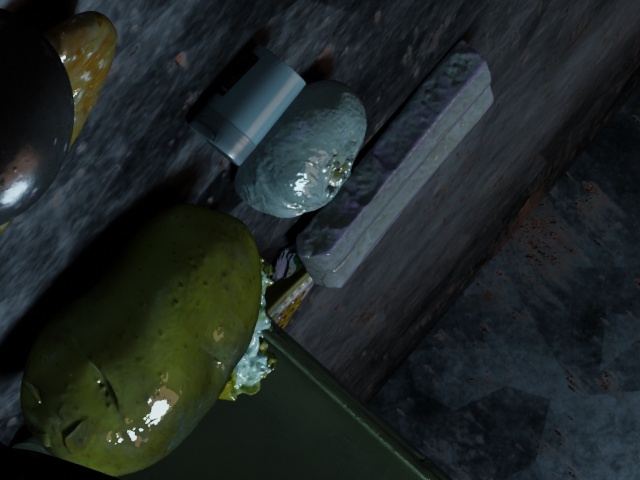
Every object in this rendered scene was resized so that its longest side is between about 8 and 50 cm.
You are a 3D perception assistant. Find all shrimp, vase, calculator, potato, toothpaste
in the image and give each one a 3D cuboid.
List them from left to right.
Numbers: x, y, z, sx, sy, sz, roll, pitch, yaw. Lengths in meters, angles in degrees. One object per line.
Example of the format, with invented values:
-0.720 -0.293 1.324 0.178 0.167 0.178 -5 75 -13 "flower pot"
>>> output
-0.194 -0.074 0.900 0.120 0.120 0.183 -49 155 -2 "vase"
-0.193 -0.050 1.115 0.217 0.051 0.115 -53 162 19 "shrimp"
-0.141 0.080 1.531 0.248 0.143 0.169 -55 167 -19 "potato"
-0.067 0.094 2.147 0.236 0.033 0.157 -39 164 -54 "calculator"
0.000 0.000 2.105 0.170 0.028 0.045 -31 151 -48 "toothpaste"

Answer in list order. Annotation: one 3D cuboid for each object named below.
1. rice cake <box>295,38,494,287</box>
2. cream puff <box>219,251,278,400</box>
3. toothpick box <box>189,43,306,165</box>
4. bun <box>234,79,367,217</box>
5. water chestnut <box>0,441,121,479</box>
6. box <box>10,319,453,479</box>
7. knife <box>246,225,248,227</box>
0.084 -0.077 2.055 0.298 0.050 0.106 -50 158 -9 "rice cake"
-0.108 0.072 1.681 0.156 0.121 0.156 -40 138 -49 "cream puff"
-0.057 -0.105 1.462 0.083 0.052 0.052 -51 169 -3 "toothpick box"
-0.010 -0.075 1.668 0.141 0.083 0.141 -50 171 -11 "bun"
-0.265 0.221 1.245 0.350 0.351 0.302 43 46 -79 "water chestnut"
-0.088 0.263 1.807 0.344 0.352 0.177 -32 159 -51 "box"
-0.093 0.019 1.854 0.091 0.005 0.014 -57 166 29 "knife"
